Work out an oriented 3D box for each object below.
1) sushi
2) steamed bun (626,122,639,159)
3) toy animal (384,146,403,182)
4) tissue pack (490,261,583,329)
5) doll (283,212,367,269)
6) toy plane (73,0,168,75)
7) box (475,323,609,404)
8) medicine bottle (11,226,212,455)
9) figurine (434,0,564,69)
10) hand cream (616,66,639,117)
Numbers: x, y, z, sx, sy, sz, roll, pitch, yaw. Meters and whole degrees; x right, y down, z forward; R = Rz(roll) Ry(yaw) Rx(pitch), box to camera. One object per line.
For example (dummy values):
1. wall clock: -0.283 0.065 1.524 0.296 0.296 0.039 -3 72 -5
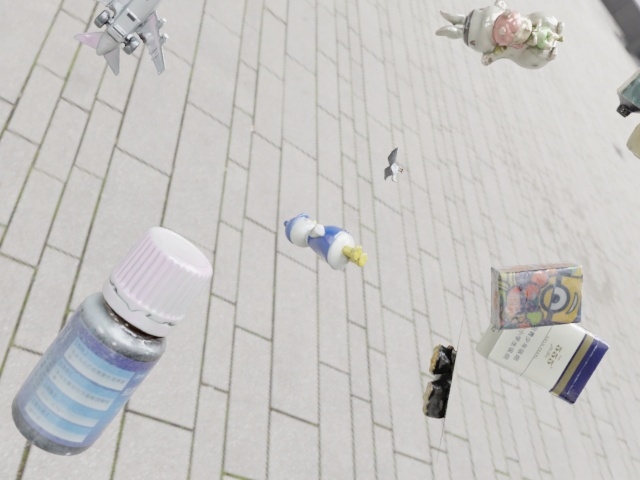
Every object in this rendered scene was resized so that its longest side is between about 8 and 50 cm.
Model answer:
1. sushi: 0.191 0.223 1.027 0.040 0.193 0.210 10 44 13
2. steamed bun: 0.400 -0.130 0.312 0.247 0.428 0.189 49 18 8
3. toy animal: 0.134 -0.126 1.155 0.028 0.084 0.050 -17 61 -16
4. tissue pack: 0.375 0.096 1.119 0.060 0.148 0.109 -109 -165 -79
5. doll: 0.000 0.000 0.893 0.058 0.143 0.099 -56 142 -14
6. toy plane: -0.264 -0.308 0.887 0.162 0.171 0.066 42 38 -24
7. box: 0.494 0.237 1.419 0.259 0.168 0.071 29 4 -17
8. medicine bottle: -0.176 0.084 0.546 0.083 0.203 0.083 36 10 -7
9. figurine: 0.231 -0.275 0.813 0.146 0.098 0.081 13 76 -9
10. hand cream: 0.453 -0.239 0.751 0.075 0.248 0.052 21 34 -41
